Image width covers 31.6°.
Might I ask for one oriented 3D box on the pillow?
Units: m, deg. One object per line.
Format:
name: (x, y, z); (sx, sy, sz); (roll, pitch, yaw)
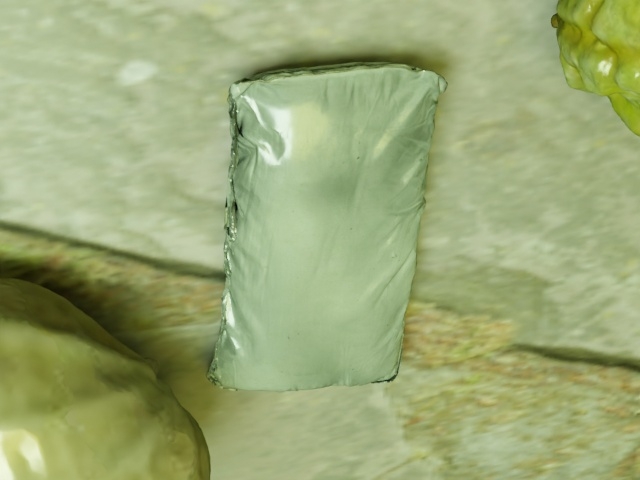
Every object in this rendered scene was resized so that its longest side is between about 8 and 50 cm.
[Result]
pillow: (0.000, 0.000, 0.688); (0.128, 0.051, 0.229); (0, 120, -12)

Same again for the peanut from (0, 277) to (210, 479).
peanut: (-0.227, 0.108, 0.623); (0.339, 0.158, 0.174); (3, 118, -18)

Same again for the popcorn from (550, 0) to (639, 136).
popcorn: (0.224, -0.139, 0.613); (0.185, 0.167, 0.187); (-47, 158, -14)
